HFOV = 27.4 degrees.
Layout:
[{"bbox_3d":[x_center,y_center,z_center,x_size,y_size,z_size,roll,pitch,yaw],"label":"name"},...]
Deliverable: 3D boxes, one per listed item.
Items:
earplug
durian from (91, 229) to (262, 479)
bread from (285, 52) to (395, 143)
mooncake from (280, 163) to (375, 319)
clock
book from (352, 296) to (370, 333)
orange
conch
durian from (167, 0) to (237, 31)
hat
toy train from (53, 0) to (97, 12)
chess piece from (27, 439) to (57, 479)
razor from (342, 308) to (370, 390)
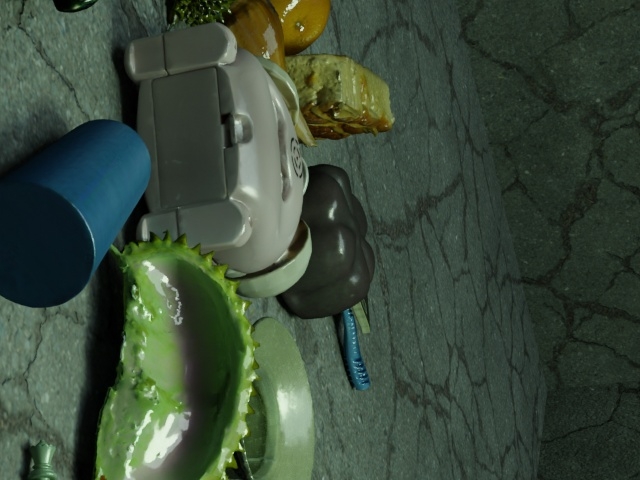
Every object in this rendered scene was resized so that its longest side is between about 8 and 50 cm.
[{"bbox_3d":[-0.253,-0.048,1.365,0.273,0.132,0.132,-66,143,-64],"label":"earplug"},{"bbox_3d":[-0.170,0.154,1.482,0.169,0.157,0.356,27,55,-48],"label":"durian"},{"bbox_3d":[-0.004,-0.222,2.098,0.274,0.184,0.114,5,83,-72],"label":"bread"},{"bbox_3d":[0.000,0.000,2.102,0.245,0.133,0.245,-15,90,-76],"label":"mooncake"},{"bbox_3d":[-0.120,-0.103,1.730,0.326,0.184,0.342,30,58,-73],"label":"clock"},{"bbox_3d":[0.055,0.036,2.340,0.228,0.024,0.160,-94,165,-53],"label":"book"},{"bbox_3d":[-0.064,-0.365,2.036,0.136,0.159,0.159,47,-9,42],"label":"orange"},{"bbox_3d":[-0.084,-0.284,1.921,0.330,0.093,0.109,54,9,-4],"label":"conch"},{"bbox_3d":[-0.156,-0.398,1.811,0.137,0.095,0.221,-4,93,-35],"label":"durian"},{"bbox_3d":[-0.109,0.231,1.655,0.257,0.130,0.257,-9,90,-72],"label":"hat"},{"bbox_3d":[-0.256,-0.392,1.349,0.150,0.221,0.304,-60,137,-59],"label":"toy train"},{"bbox_3d":[-0.276,0.242,1.299,0.042,0.042,0.093,46,33,-60],"label":"chess piece"},{"bbox_3d":[0.043,0.154,2.291,0.082,0.042,0.253,-67,145,-60],"label":"razor"}]
